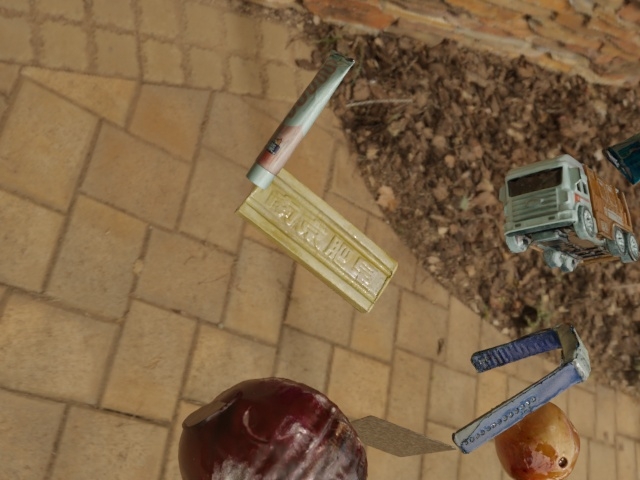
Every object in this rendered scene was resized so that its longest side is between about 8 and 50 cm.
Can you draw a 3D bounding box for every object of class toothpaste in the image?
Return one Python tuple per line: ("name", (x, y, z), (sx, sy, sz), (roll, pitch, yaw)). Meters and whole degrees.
("toothpaste", (-0.028, -0.160, 0.840), (0.036, 0.056, 0.205), (30, 97, -44))

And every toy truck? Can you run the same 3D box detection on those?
("toy truck", (0.430, -0.048, 1.087), (0.305, 0.136, 0.162), (16, 67, -45))

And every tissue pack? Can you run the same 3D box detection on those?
("tissue pack", (0.552, -0.150, 1.076), (0.028, 0.138, 0.085), (-36, 86, -24))

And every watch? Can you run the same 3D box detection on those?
("watch", (0.414, 0.294, 1.309), (0.068, 0.275, 0.276), (55, 33, -15))

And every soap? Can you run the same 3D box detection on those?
("soap", (0.000, 0.000, 0.921), (0.252, 0.037, 0.092), (38, 73, -15))

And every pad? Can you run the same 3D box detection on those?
("pad", (0.117, 0.347, 1.110), (0.158, 0.235, 0.003), (23, 63, -8))

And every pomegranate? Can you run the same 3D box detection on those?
("pomegranate", (0.518, 0.490, 1.528), (0.209, 0.209, 0.209), (11, 72, -39))

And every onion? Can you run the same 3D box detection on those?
("onion", (-0.061, 0.278, 0.838), (0.206, 0.207, 0.216), (54, 38, -5))
